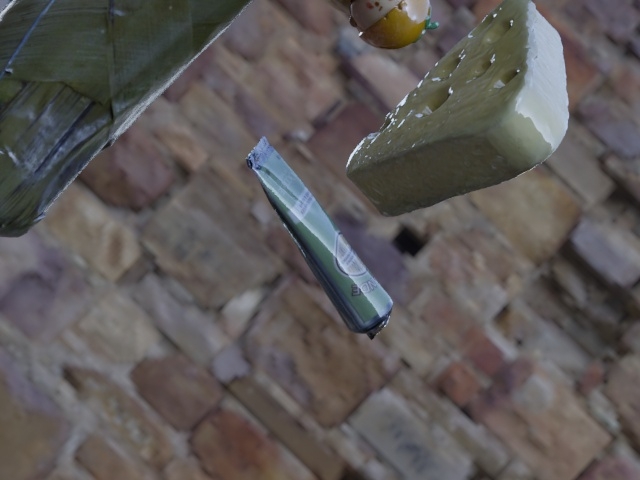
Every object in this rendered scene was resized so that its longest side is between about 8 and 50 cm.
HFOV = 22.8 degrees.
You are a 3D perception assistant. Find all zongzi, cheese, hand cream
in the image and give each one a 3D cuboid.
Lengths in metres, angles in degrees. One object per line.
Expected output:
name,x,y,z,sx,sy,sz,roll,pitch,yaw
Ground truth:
zongzi,-0.221,-0.154,1.636,0.360,0.323,0.160,-3,-34,35
cheese,0.234,-0.210,2.295,0.104,0.384,0.384,45,-4,-20
hand cream,0.000,0.000,1.621,0.235,0.055,0.086,57,17,-11

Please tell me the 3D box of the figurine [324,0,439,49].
figurine,0.055,-0.343,2.086,0.222,0.124,0.324,51,4,-8
